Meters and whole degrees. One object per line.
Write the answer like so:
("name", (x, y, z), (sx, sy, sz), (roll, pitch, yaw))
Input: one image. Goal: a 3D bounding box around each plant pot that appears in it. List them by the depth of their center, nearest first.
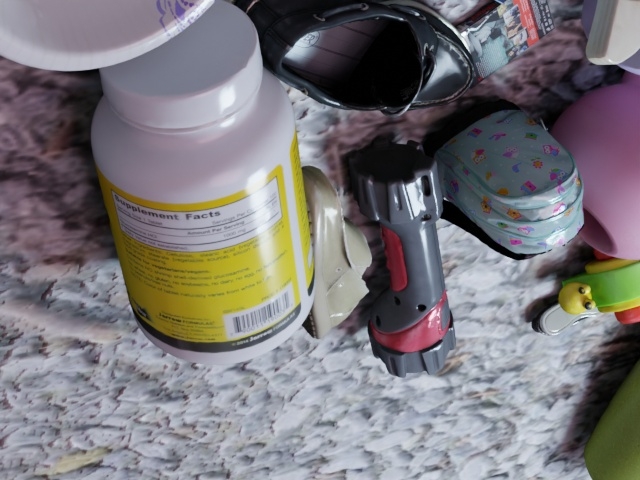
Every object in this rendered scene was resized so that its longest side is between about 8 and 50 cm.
("plant pot", (0.516, 0.252, 2.409), (0.275, 0.275, 0.293), (11, 135, -45))

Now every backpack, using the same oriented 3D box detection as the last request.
("backpack", (0.203, -0.065, 1.876), (0.152, 0.182, 0.115), (-33, 141, -11))

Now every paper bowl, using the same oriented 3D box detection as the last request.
("paper bowl", (-0.194, -0.287, 1.359), (0.284, 0.148, 0.284), (-23, 139, -22))

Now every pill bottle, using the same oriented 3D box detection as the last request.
("pill bottle", (-0.110, -0.055, 1.616), (0.188, 0.188, 0.334), (-27, 139, -19))

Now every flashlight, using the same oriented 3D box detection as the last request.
("flashlight", (0.087, 0.020, 1.935), (0.103, 0.103, 0.304), (-26, 134, -13))

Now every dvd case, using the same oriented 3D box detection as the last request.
("dvd case", (0.194, -0.224, 1.855), (0.119, 0.013, 0.087), (-37, 141, -7))

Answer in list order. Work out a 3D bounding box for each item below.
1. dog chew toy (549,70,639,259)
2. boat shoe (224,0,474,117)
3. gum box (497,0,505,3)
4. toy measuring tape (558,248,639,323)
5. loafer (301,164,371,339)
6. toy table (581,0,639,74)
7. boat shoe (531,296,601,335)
("dog chew toy", (0.410, -0.136, 1.985), (0.332, 0.206, 0.206), (-45, 142, -10))
("boat shoe", (0.051, -0.176, 1.697), (0.340, 0.113, 0.127), (19, 113, -48))
("gum box", (0.193, -0.324, 1.695), (0.184, 0.041, 0.157), (-39, 147, 28))
("toy measuring tape", (0.447, 0.025, 2.214), (0.330, 0.121, 0.121), (-20, 137, -24))
("loafer", (0.000, 0.000, 1.839), (0.092, 0.102, 0.268), (-35, 153, -19))
("toy table", (0.346, -0.270, 1.758), (0.161, 0.274, 0.252), (26, 63, -42))
("boat shoe", (0.328, 0.087, 2.240), (0.125, 0.038, 0.046), (-30, 99, -23))
